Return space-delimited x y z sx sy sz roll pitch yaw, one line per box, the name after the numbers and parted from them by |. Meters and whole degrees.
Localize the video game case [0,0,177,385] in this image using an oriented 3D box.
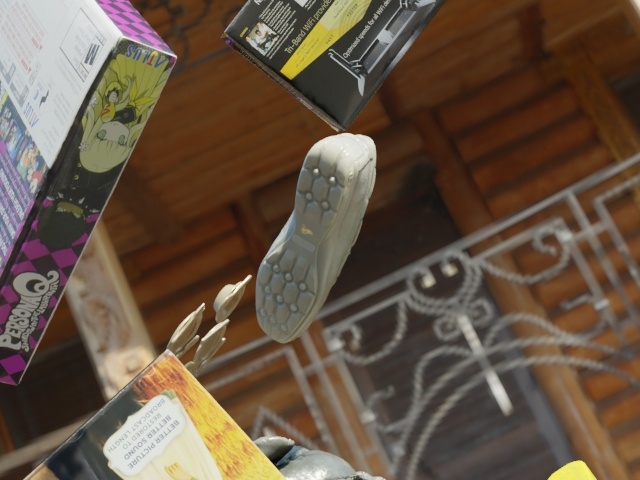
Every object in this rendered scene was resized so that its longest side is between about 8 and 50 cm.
-0.177 -0.062 0.844 0.042 0.232 0.210 19 -73 -32 | video game case

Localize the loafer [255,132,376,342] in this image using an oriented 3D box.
0.000 0.000 1.937 0.111 0.112 0.319 -22 -38 -53 | loafer

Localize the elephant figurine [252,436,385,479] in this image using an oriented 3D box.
-0.075 0.348 1.923 0.239 0.169 0.186 15 -75 -42 | elephant figurine

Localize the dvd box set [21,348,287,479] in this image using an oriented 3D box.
-0.121 0.360 1.373 0.307 0.420 0.062 -42 2 -25 | dvd box set

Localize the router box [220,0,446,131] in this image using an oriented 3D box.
0.032 -0.362 2.212 0.309 0.243 0.081 -52 8 -4 | router box

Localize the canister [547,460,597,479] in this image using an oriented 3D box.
0.375 0.389 1.889 0.073 0.170 0.126 -35 15 9 | canister

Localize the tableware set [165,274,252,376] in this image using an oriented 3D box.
-0.136 0.116 1.626 0.141 0.020 0.168 -46 -18 -41 | tableware set
